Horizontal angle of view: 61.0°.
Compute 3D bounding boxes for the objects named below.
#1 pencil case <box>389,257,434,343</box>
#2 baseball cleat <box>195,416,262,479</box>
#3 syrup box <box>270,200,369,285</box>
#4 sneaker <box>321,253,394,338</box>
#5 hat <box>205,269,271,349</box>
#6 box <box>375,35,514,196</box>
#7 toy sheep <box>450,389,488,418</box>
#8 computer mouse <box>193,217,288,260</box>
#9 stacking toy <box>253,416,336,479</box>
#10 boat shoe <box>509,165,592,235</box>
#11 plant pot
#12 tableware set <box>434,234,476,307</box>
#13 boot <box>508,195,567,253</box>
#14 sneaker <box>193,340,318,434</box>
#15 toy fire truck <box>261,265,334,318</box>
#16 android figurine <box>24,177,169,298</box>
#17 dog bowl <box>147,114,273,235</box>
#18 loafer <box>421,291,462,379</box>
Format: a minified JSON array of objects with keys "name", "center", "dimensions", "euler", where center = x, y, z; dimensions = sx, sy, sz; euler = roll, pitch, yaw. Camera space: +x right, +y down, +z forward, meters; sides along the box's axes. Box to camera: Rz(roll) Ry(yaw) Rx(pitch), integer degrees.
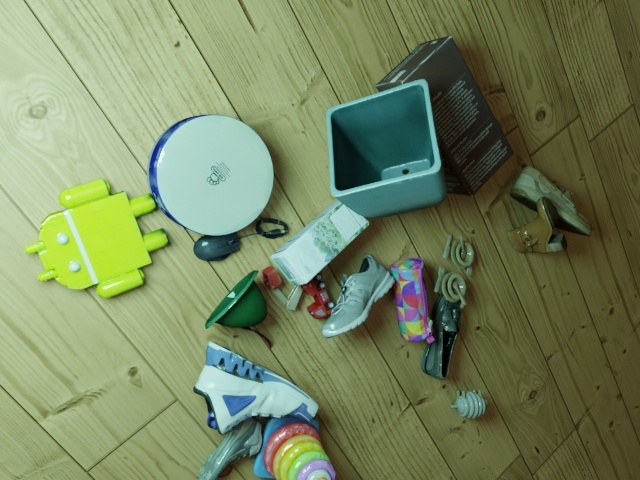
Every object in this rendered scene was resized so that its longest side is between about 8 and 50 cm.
[{"name":"pencil case","center":[0.260,0.168,1.522],"dimensions":[0.104,0.104,0.236],"euler":[-20,106,-23]},{"name":"baseball cleat","center":[-0.216,0.537,1.360],"dimensions":[0.109,0.072,0.206],"euler":[38,82,-26]},{"name":"syrup box","center":[0.000,0.000,1.333],"dimensions":[0.237,0.096,0.093],"euler":[-42,101,-25]},{"name":"sneaker","center":[0.077,0.145,1.412],"dimensions":[0.115,0.105,0.281],"euler":[53,48,-8]},{"name":"hat","center":[-0.142,0.188,1.264],"dimensions":[0.173,0.208,0.183],"euler":[-43,99,14]},{"name":"box","center":[0.337,-0.321,1.455],"dimensions":[0.191,0.143,0.381],"euler":[-44,116,-13]},{"name":"toy sheep","center":[0.464,0.511,1.694],"dimensions":[0.132,0.091,0.091],"euler":[0,99,-13]},{"name":"computer mouse","center":[-0.184,-0.003,1.299],"dimensions":[0.242,0.041,0.071],"euler":[-18,106,-24]},{"name":"stacking toy","center":[-0.028,0.567,1.329],"dimensions":[0.166,0.302,0.175],"euler":[17,90,-28]},{"name":"boat shoe","center":[0.745,-0.117,1.704],"dimensions":[0.341,0.121,0.110],"euler":[27,87,-27]},{"name":"plant pot","center":[0.178,-0.183,1.310],"dimensions":[0.252,0.247,0.248],"euler":[44,38,-57]},{"name":"tableware set","center":[0.408,0.086,1.586],"dimensions":[0.128,0.039,0.194],"euler":[30,68,-28]},{"name":"boot","center":[0.643,-0.038,1.651],"dimensions":[0.073,0.152,0.197],"euler":[-43,116,-38]},{"name":"sneaker","center":[-0.180,0.390,1.321],"dimensions":[0.315,0.127,0.182],"euler":[33,79,-20]},{"name":"toy fire truck","center":[-0.054,0.132,1.385],"dimensions":[0.135,0.047,0.192],"euler":[-30,112,-19]},{"name":"android figurine","center":[-0.470,0.000,1.149],"dimensions":[0.273,0.056,0.248],"euler":[-21,108,-24]},{"name":"dog bowl","center":[-0.242,-0.146,1.209],"dimensions":[0.265,0.104,0.265],"euler":[-5,101,-26]},{"name":"loafer","center":[0.377,0.280,1.607],"dimensions":[0.096,0.084,0.267],"euler":[13,93,-28]}]
